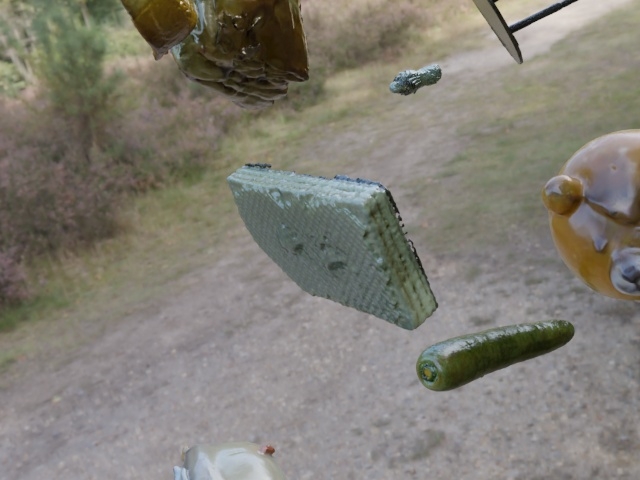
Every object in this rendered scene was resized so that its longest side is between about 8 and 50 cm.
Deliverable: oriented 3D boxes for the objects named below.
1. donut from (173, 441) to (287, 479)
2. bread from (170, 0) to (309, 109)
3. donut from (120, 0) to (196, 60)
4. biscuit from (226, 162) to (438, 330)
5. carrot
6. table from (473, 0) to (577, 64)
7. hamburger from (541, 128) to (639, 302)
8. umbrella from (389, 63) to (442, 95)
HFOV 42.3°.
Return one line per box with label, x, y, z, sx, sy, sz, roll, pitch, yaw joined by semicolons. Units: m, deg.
donut;-0.072;0.429;1.052;0.143;0.382;0.382;-19;18;-12
bread;-0.131;-0.363;1.300;0.167;0.277;0.324;-20;-13;14
donut;-0.214;-0.320;1.021;0.075;0.174;0.190;-24;-15;2
biscuit;0.000;0.000;0.849;0.052;0.150;0.252;-38;30;-24
carrot;0.290;0.168;1.305;0.359;0.074;0.074;-9;11;-38
table;0.466;-0.573;1.809;0.249;0.317;0.317;-35;14;13
hamburger;0.458;-0.038;1.187;0.276;0.276;0.237;-3;-6;34
umbrella;0.226;-0.381;1.977;0.143;0.062;0.067;-23;24;-25
